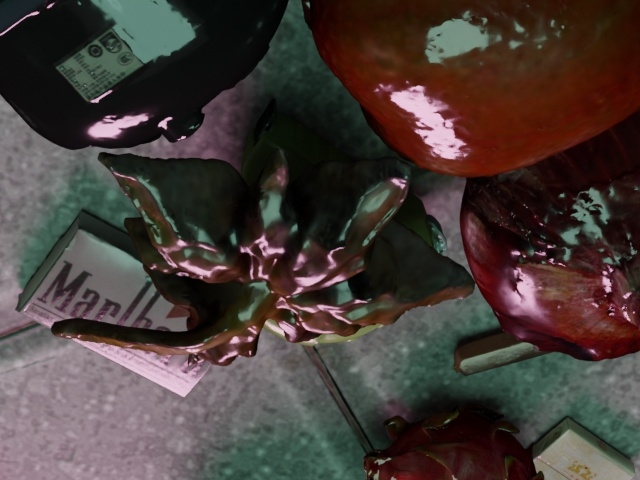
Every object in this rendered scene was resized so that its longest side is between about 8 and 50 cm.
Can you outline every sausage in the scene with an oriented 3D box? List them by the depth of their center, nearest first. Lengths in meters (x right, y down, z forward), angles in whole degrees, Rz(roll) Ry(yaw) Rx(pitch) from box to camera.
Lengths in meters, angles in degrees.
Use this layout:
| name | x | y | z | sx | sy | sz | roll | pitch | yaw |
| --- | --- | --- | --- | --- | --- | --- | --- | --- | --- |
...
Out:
| name | x | y | z | sx | sy | sz | roll | pitch | yaw |
| --- | --- | --- | --- | --- | --- | --- | --- | --- | --- |
| sausage | 0.189 | 0.093 | 1.738 | 0.147 | 0.035 | 0.030 | -16 | 142 | 12 |

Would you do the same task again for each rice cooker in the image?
| name | x | y | z | sx | sy | sz | roll | pitch | yaw |
| --- | --- | --- | --- | --- | --- | --- | --- | --- | --- |
| rice cooker | -0.154 | -0.200 | 1.413 | 0.267 | 0.267 | 0.224 | -33 | 113 | 19 |

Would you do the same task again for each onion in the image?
| name | x | y | z | sx | sy | sz | roll | pitch | yaw |
| --- | --- | --- | --- | --- | --- | --- | --- | --- | --- |
| onion | 0.235 | -0.003 | 1.566 | 0.252 | 0.219 | 0.252 | -5 | 129 | -7 |

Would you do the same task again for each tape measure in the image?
| name | x | y | z | sx | sy | sz | roll | pitch | yaw |
| --- | --- | --- | --- | --- | --- | --- | --- | --- | --- |
| tape measure | 0.000 | 0.000 | 1.634 | 0.200 | 0.106 | 0.175 | 29 | 111 | -14 |

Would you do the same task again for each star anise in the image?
| name | x | y | z | sx | sy | sz | roll | pitch | yaw |
| --- | --- | --- | --- | --- | --- | --- | --- | --- | --- |
| star anise | -0.052 | 0.025 | 1.506 | 0.349 | 0.109 | 0.292 | 3 | 136 | 3 |

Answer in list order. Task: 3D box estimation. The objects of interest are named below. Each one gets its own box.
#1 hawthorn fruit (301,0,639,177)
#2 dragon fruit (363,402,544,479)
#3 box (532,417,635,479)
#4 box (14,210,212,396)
| name | x | y | z | sx | sy | sz | roll | pitch | yaw |
| --- | --- | --- | --- | --- | --- | --- | --- | --- | --- |
| hawthorn fruit | 0.130 | -0.185 | 1.396 | 0.311 | 0.295 | 0.295 | 13 | 126 | 20 |
| dragon fruit | 0.121 | 0.218 | 1.772 | 0.166 | 0.133 | 0.136 | 2 | 81 | -4 |
| box | 0.214 | 0.248 | 1.847 | 0.090 | 0.024 | 0.167 | 34 | 118 | -21 |
| box | -0.169 | 0.059 | 1.713 | 0.177 | 0.036 | 0.115 | 29 | 118 | -18 |
